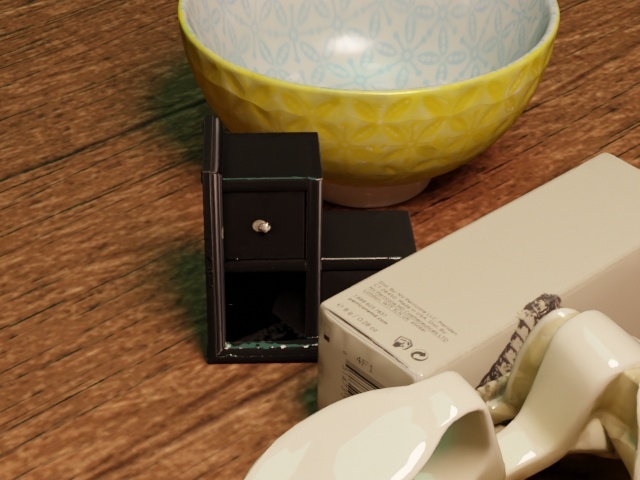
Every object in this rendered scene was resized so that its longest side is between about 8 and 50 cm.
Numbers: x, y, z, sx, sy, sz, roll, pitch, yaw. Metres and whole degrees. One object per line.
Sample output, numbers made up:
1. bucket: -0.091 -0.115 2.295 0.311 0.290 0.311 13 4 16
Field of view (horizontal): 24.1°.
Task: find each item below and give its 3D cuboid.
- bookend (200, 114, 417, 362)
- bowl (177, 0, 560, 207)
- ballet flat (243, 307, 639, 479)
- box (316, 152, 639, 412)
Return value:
1. bookend: 0.000 0.000 1.006 0.157 0.156 0.072 0 35 -3
2. bowl: 0.035 -0.121 1.177 0.289 0.156 0.289 1 36 -1
3. ballet flat: 0.084 0.136 0.793 0.482 0.182 0.164 -20 39 -27
4. box: 0.127 0.050 0.979 0.275 0.113 0.094 -27 44 -32
